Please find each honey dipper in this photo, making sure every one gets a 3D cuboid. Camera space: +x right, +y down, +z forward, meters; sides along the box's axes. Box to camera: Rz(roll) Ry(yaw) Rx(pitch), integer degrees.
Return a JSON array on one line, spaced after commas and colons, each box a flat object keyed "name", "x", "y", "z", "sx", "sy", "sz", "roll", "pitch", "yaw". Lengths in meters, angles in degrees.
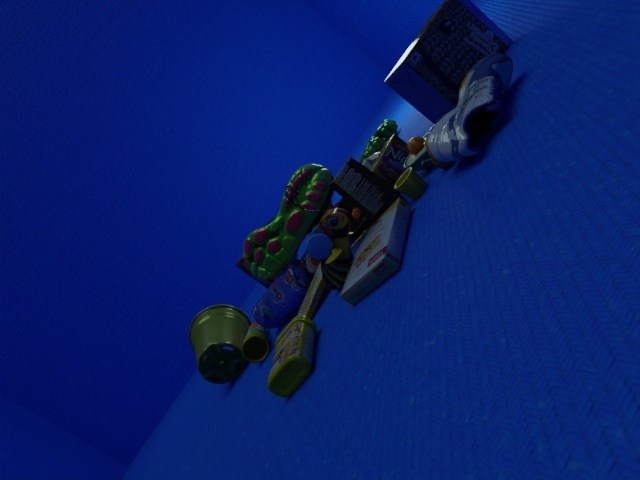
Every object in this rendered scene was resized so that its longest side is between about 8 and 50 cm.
[{"name": "honey dipper", "x": 0.094, "y": 0.026, "z": 1.238, "sx": 0.161, "sy": 0.030, "sz": 0.030, "roll": -47, "pitch": 10, "yaw": 15}]

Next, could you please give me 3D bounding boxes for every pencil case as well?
[{"name": "pencil case", "x": -0.120, "y": 0.197, "z": 1.399, "sx": 0.119, "sy": 0.133, "sz": 0.306, "roll": -14, "pitch": -27, "yaw": -50}]

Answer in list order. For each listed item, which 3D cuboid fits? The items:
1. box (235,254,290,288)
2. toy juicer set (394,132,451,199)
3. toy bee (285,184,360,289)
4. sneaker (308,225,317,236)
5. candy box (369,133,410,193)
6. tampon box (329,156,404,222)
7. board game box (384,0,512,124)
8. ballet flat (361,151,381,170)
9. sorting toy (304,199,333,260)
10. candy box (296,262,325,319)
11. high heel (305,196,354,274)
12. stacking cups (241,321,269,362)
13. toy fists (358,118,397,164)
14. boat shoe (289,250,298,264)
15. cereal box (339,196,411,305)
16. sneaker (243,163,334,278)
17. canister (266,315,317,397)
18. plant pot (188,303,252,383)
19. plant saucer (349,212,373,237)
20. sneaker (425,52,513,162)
[{"name": "box", "x": -0.266, "y": 0.133, "z": 1.962, "sx": 0.122, "sy": 0.257, "sz": 0.128, "roll": -39, "pitch": 17, "yaw": 54}, {"name": "toy juicer set", "x": 0.298, "y": -0.267, "z": 1.069, "sx": 0.209, "sy": 0.089, "sz": 0.329, "roll": -46, "pitch": 11, "yaw": 42}, {"name": "toy bee", "x": 0.039, "y": -0.013, "z": 1.048, "sx": 0.162, "sy": 0.298, "sz": 0.195, "roll": -16, "pitch": 40, "yaw": 17}, {"name": "sneaker", "x": 0.001, "y": -0.075, "z": 1.987, "sx": 0.115, "sy": 0.105, "sz": 0.281, "roll": -18, "pitch": 11, "yaw": 8}, {"name": "candy box", "x": 0.227, "y": -0.233, "z": 1.251, "sx": 0.187, "sy": 0.109, "sz": 0.053, "roll": -60, "pitch": 10, "yaw": -31}, {"name": "tampon box", "x": 0.129, "y": -0.134, "z": 1.105, "sx": 0.101, "sy": 0.161, "sz": 0.120, "roll": -51, "pitch": -19, "yaw": 13}, {"name": "board game box", "x": 0.379, "y": -0.533, "z": 1.195, "sx": 0.291, "sy": 0.232, "sz": 0.141, "roll": -56, "pitch": 10, "yaw": -10}, {"name": "ballet flat", "x": 0.217, "y": -0.291, "z": 1.560, "sx": 0.095, "sy": 0.096, "sz": 0.280, "roll": -58, "pitch": 9, "yaw": -19}, {"name": "sorting toy", "x": 0.000, "y": 0.000, "z": 1.599, "sx": 0.229, "sy": 0.041, "sz": 0.307, "roll": 63, "pitch": -133, "yaw": -78}, {"name": "candy box", "x": -0.014, "y": 0.148, "z": 1.222, "sx": 0.206, "sy": 0.027, "sz": 0.105, "roll": -66, "pitch": 13, "yaw": -11}, {"name": "high heel", "x": 0.041, "y": -0.003, "z": 1.444, "sx": 0.377, "sy": 0.127, "sz": 0.181, "roll": -57, "pitch": -8, "yaw": -31}, {"name": "stacking cups", "x": -0.238, "y": 0.359, "z": 1.502, "sx": 0.096, "sy": 0.096, "sz": 0.316, "roll": -54, "pitch": 8, "yaw": -2}, {"name": "toy fists", "x": 0.280, "y": -0.470, "z": 1.923, "sx": 0.279, "sy": 0.096, "sz": 0.142, "roll": -56, "pitch": 10, "yaw": -24}, {"name": "boat shoe", "x": -0.140, "y": 0.028, "z": 2.038, "sx": 0.118, "sy": 0.103, "sz": 0.320, "roll": 43, "pitch": 130, "yaw": 55}, {"name": "cereal box", "x": 0.135, "y": 0.023, "z": 0.954, "sx": 0.173, "sy": 0.047, "sz": 0.240, "roll": -48, "pitch": 10, "yaw": 40}, {"name": "sneaker", "x": -0.094, "y": -0.045, "z": 1.392, "sx": 0.483, "sy": 0.185, "sz": 0.202, "roll": -49, "pitch": -16, "yaw": 22}, {"name": "canister", "x": -0.067, "y": 0.277, "z": 0.969, "sx": 0.126, "sy": 0.073, "sz": 0.170, "roll": -52, "pitch": 11, "yaw": 18}, {"name": "plant pot", "x": -0.405, "y": 0.438, "z": 1.640, "sx": 0.276, "sy": 0.276, "sz": 0.254, "roll": -54, "pitch": 20, "yaw": 3}, {"name": "plant saucer", "x": 0.151, "y": -0.080, "z": 1.295, "sx": 0.198, "sy": 0.036, "sz": 0.198, "roll": -52, "pitch": 7, "yaw": 9}, {"name": "sneaker", "x": 0.359, "y": -0.287, "z": 0.869, "sx": 0.296, "sy": 0.112, "sz": 0.131, "roll": -57, "pitch": 26, "yaw": -8}]
